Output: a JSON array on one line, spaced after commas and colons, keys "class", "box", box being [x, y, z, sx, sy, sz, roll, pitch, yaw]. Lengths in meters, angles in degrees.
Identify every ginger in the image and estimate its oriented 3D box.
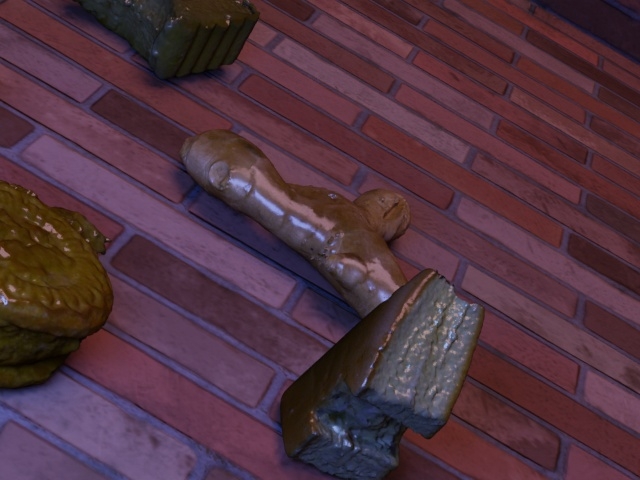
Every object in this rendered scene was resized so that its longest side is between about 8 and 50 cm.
[{"class": "ginger", "box": [-0.003, -0.018, 1.724, 0.363, 0.122, 0.348, 27, 19, -26]}]

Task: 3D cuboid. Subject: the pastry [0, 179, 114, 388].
[{"class": "pastry", "box": [-0.339, 0.038, 1.323, 0.240, 0.132, 0.235, 31, 22, -25]}]

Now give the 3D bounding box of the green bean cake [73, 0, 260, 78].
[{"class": "green bean cake", "box": [-0.249, -0.357, 2.016, 0.236, 0.124, 0.233, 42, 30, 19]}]

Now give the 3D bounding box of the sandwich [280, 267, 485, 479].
[{"class": "sandwich", "box": [0.073, 0.151, 1.418, 0.122, 0.235, 0.128, 32, 25, -23]}]
